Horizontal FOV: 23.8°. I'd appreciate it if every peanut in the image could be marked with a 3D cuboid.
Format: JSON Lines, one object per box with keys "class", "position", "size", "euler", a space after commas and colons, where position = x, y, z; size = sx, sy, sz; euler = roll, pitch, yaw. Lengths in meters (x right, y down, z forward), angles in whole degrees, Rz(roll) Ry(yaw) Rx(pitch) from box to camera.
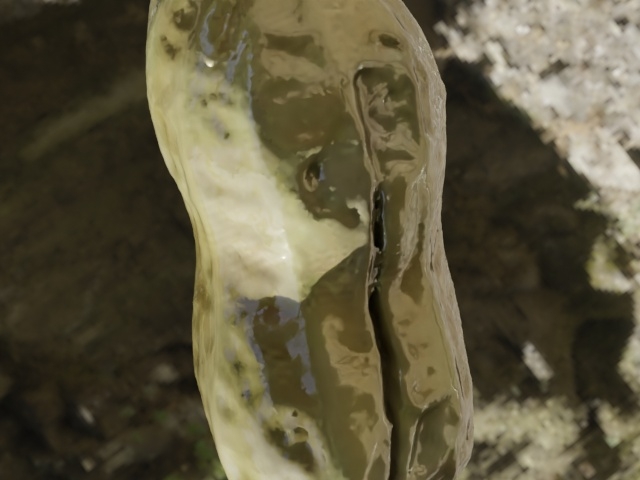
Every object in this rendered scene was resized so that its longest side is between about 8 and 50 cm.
{"class": "peanut", "position": [0.000, 0.000, 0.649], "size": [0.130, 0.130, 0.290], "euler": [-163, 63, -71]}
